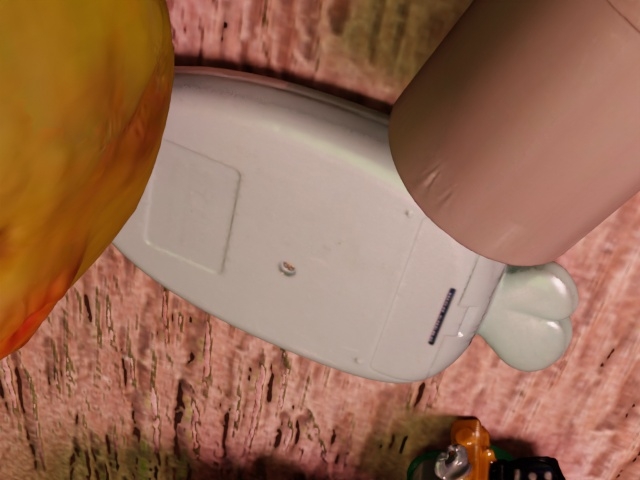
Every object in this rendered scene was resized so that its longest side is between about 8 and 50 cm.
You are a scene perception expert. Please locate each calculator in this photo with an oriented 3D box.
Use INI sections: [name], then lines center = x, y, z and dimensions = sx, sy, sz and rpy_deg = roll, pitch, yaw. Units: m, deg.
[calculator]
center = 0.000, 0.000, 0.656
dimensions = 0.295, 0.042, 0.184
rpy_deg = 21, 136, 6

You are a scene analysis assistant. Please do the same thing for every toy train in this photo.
[toy train]
center = 0.127, 0.206, 0.765
dimensions = 0.136, 0.091, 0.227
rpy_deg = -6, 127, 15

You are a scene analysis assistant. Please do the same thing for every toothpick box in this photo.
[toothpick box]
center = 0.117, -0.080, 0.482
dimensions = 0.111, 0.111, 0.180
rpy_deg = 33, 137, -7

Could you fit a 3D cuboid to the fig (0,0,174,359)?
[fig]
center = -0.241, -0.083, 0.500
dimensions = 0.343, 0.343, 0.343
rpy_deg = 12, 135, 13
